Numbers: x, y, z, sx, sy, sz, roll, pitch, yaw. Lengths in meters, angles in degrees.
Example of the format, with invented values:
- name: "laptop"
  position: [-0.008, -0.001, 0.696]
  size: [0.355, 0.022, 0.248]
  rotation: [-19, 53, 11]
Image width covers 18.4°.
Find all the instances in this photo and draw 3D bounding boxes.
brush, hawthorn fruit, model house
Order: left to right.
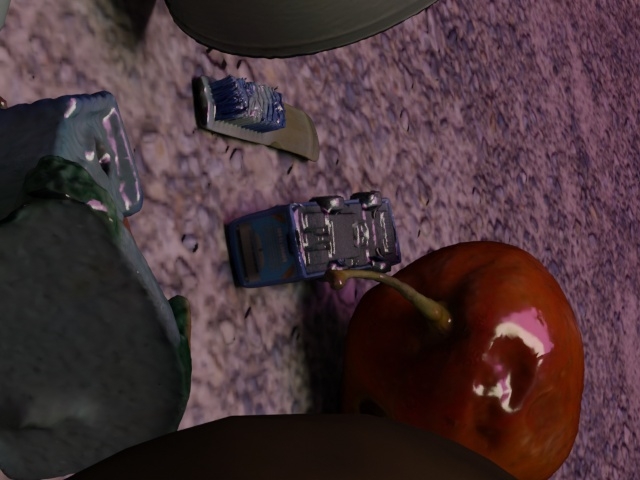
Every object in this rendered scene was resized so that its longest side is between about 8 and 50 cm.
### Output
- name: "model house"
  position: [-0.112, -0.004, 0.803]
  size: [0.149, 0.119, 0.148]
  rotation: [-92, 160, -46]
- name: "brush"
  position: [-0.028, -0.074, 1.185]
  size: [0.178, 0.030, 0.033]
  rotation: [11, 59, -69]
- name: "hawthorn fruit"
  position: [0.067, 0.051, 1.158]
  size: [0.285, 0.165, 0.165]
  rotation: [59, 27, -55]

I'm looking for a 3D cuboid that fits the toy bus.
- name: "toy bus"
  position: [0.000, 0.000, 1.171]
  size: [0.153, 0.061, 0.051]
  rotation: [-6, 87, -69]

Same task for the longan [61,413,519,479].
- name: "longan"
  position: [-0.005, 0.258, 0.602]
  size: [0.404, 0.336, 0.404]
  rotation: [23, 60, -50]

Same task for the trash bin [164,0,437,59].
- name: "trash bin"
  position: [-0.034, -0.256, 0.984]
  size: [0.277, 0.217, 0.262]
  rotation: [-95, 162, -47]

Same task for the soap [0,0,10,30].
- name: "soap"
  position: [-0.195, -0.027, 0.458]
  size: [0.347, 0.115, 0.208]
  rotation: [-45, 153, -67]
